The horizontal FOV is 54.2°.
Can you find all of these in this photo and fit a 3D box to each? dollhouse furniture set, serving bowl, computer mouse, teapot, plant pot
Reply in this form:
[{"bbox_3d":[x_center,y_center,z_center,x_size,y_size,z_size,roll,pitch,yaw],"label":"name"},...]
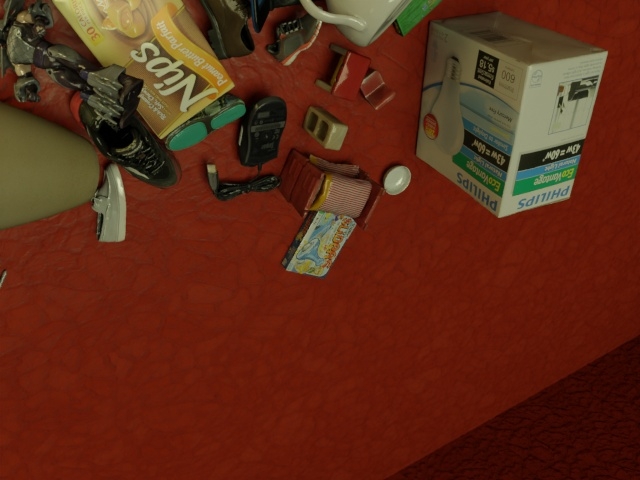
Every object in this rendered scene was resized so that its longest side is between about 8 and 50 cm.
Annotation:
[{"bbox_3d":[0.069,-0.230,1.441,0.201,0.152,0.374,7,117,-36],"label":"dollhouse furniture set"},{"bbox_3d":[0.198,-0.164,1.656,0.083,0.027,0.083,-17,130,-22],"label":"serving bowl"},{"bbox_3d":[-0.170,-0.204,1.374,0.184,0.060,0.262,-19,141,-26],"label":"computer mouse"},{"bbox_3d":[0.089,-0.509,1.191,0.187,0.256,0.252,42,105,-5],"label":"teapot"},{"bbox_3d":[-0.541,-0.126,1.086,0.274,0.256,0.256,-2,123,-50],"label":"plant pot"}]

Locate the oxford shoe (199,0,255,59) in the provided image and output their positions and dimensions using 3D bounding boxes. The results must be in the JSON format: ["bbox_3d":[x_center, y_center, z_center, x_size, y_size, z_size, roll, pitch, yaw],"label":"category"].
[{"bbox_3d":[-0.171,-0.448,1.161,0.096,0.083,0.227,1,139,16],"label":"oxford shoe"}]

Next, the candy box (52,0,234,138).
[{"bbox_3d":[-0.318,-0.364,1.142,0.183,0.087,0.316,-37,134,-4],"label":"candy box"}]

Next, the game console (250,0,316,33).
[{"bbox_3d":[-0.047,-0.554,1.124,0.250,0.173,0.293,-18,130,-21],"label":"game console"}]

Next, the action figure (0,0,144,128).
[{"bbox_3d":[-0.440,-0.297,1.040,0.285,0.099,0.185,27,138,-6],"label":"action figure"}]

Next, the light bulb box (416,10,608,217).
[{"bbox_3d":[0.424,-0.306,1.474,0.225,0.358,0.361,-15,127,-21],"label":"light bulb box"}]

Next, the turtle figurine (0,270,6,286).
[{"bbox_3d":[-0.761,0.160,1.222,0.266,0.275,0.198,-33,160,18],"label":"turtle figurine"}]

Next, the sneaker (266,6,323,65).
[{"bbox_3d":[-0.055,-0.416,1.260,0.065,0.061,0.158,22,140,-29],"label":"sneaker"}]

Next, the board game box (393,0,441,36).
[{"bbox_3d":[0.251,-0.585,1.375,0.259,0.030,0.136,-43,148,0],"label":"board game box"}]

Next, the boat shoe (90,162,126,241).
[{"bbox_3d":[-0.441,-0.074,1.292,0.063,0.066,0.184,-10,136,-28],"label":"boat shoe"}]

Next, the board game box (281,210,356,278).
[{"bbox_3d":[0.000,0.000,1.641,0.136,0.035,0.201,15,112,-39],"label":"board game box"}]

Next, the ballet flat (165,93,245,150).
[{"bbox_3d":[-0.245,-0.247,1.287,0.188,0.070,0.070,-30,133,-21],"label":"ballet flat"}]

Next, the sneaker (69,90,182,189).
[{"bbox_3d":[-0.362,-0.178,1.215,0.097,0.135,0.276,-43,135,-2],"label":"sneaker"}]
